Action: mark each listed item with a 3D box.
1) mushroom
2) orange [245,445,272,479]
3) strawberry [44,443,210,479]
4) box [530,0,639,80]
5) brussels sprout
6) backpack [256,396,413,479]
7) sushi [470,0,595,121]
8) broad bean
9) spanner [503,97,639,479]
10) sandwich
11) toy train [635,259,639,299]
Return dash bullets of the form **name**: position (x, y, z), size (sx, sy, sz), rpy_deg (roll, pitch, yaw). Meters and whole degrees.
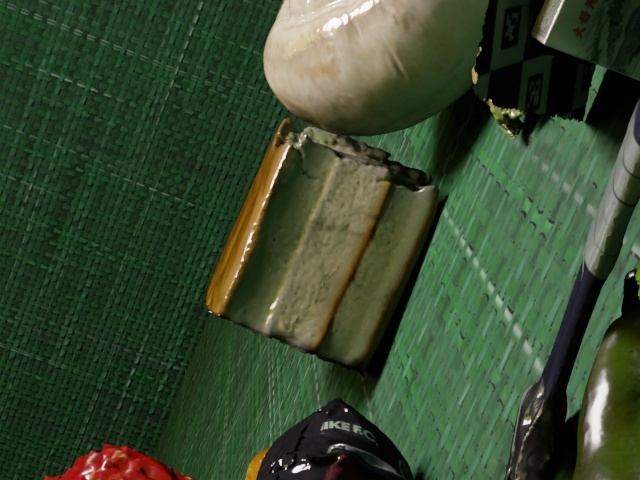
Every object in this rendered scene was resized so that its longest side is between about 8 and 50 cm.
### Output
- **mushroom**: position (0.041, -0.223, 1.135), size (0.254, 0.234, 0.260), rpy_deg (-50, 22, -17)
- **orange**: position (-0.031, 0.219, 1.146), size (0.083, 0.070, 0.083), rpy_deg (-170, 90, -76)
- **strawberry**: position (-0.182, 0.326, 1.150), size (0.343, 0.292, 0.292), rpy_deg (142, 148, -81)
- **box**: position (0.157, -0.115, 0.672), size (0.024, 0.083, 0.054), rpy_deg (-116, 47, -63)
- **brussels sprout**: position (0.139, -0.118, 0.926), size (0.085, 0.058, 0.085), rpy_deg (-43, 38, 48)
- **backpack**: position (0.012, 0.176, 0.834), size (0.106, 0.120, 0.165), rpy_deg (-40, 22, 28)
- **sushi**: position (0.163, -0.201, 0.717), size (0.192, 0.043, 0.279), rpy_deg (2, -78, -60)
- **broad bean**: position (0.114, 0.128, 0.501), size (0.060, 0.043, 0.297), rpy_deg (-49, 18, 41)
- **spanner**: position (0.122, 0.009, 0.563), size (0.087, 0.024, 0.315), rpy_deg (-57, -16, -53)
- **sandwich**: position (0.000, 0.000, 1.210), size (0.227, 0.155, 0.198), rpy_deg (-172, 105, -82)
- **toy train**: position (0.175, -0.058, 0.502), size (0.081, 0.060, 0.202), rpy_deg (118, 173, -76)
